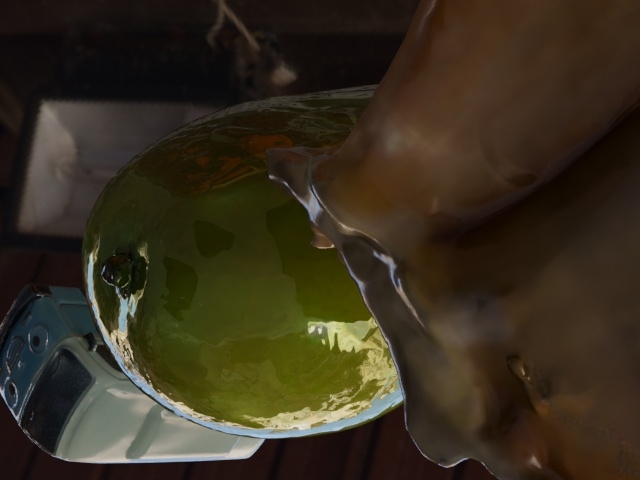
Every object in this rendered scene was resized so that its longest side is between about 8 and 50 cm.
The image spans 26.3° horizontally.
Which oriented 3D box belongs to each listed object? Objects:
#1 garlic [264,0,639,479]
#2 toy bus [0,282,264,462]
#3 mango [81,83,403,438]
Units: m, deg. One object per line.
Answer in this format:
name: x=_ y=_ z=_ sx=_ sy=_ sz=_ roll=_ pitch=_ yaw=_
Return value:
garlic: x=0.134 y=-0.062 z=0.442 sx=0.313 sy=0.249 sz=0.286 roll=-52 pitch=-148 yaw=31
toy bus: x=-0.171 y=0.136 z=1.344 sx=0.164 sy=0.271 sz=0.133 roll=52 pitch=-57 yaw=38
mango: x=-0.009 y=0.001 z=0.680 sx=0.185 sy=0.149 sz=0.273 roll=0 pitch=-160 yaw=16
